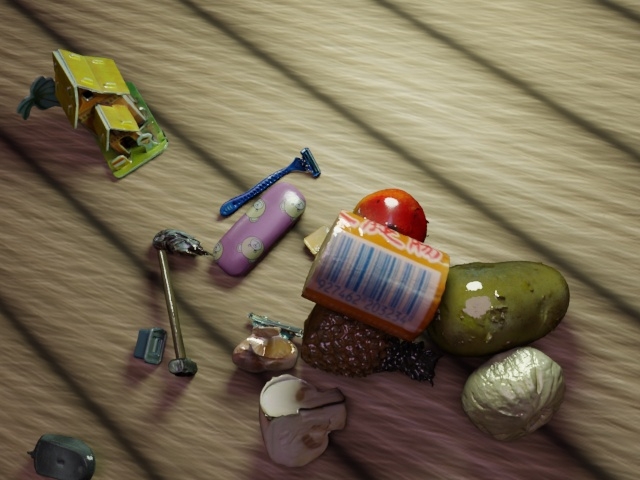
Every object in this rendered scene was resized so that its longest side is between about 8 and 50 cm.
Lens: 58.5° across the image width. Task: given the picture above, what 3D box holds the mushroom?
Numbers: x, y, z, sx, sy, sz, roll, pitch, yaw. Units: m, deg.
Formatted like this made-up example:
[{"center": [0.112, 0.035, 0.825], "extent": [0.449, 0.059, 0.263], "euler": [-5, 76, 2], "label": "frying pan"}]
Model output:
[{"center": [-0.065, 0.455, 1.458], "extent": [0.236, 0.174, 0.162], "euler": [-2, 24, -28], "label": "mushroom"}]

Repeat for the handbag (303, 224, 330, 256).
[{"center": [0.000, 0.000, 1.628], "extent": [0.083, 0.027, 0.061], "euler": [-35, 69, -4], "label": "handbag"}]

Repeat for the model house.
[{"center": [-0.710, -0.371, 1.708], "extent": [0.340, 0.324, 0.300], "euler": [-32, 70, -1], "label": "model house"}]

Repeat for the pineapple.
[{"center": [0.128, 0.273, 1.454], "extent": [0.361, 0.202, 0.202], "euler": [22, 77, 0], "label": "pineapple"}]

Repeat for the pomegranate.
[{"center": [0.168, -0.038, 1.522], "extent": [0.235, 0.210, 0.210], "euler": [12, 74, 31], "label": "pomegranate"}]

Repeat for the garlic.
[{"center": [-0.146, 0.301, 1.520], "extent": [0.174, 0.099, 0.124], "euler": [6, 116, 6], "label": "garlic"}]

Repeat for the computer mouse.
[{"center": [-0.688, 0.590, 1.542], "extent": [0.228, 0.068, 0.113], "euler": [5, 86, 22], "label": "computer mouse"}]

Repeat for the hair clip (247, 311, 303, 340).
[{"center": [-0.122, 0.240, 1.566], "extent": [0.172, 0.049, 0.049], "euler": [16, 76, 19], "label": "hair clip"}]

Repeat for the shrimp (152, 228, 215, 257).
[{"center": [-0.393, 0.014, 1.655], "extent": [0.232, 0.090, 0.079], "euler": [15, 56, 28], "label": "shrimp"}]

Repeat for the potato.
[{"center": [0.430, 0.156, 1.386], "extent": [0.358, 0.270, 0.220], "euler": [-10, 105, 1], "label": "potato"}]

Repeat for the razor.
[{"center": [-0.159, -0.166, 1.699], "extent": [0.324, 0.093, 0.056], "euler": [-29, 30, 4], "label": "razor"}]

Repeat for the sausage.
[{"center": [0.125, 0.081, 1.335], "extent": [0.286, 0.233, 0.233], "euler": [22, 77, -2], "label": "sausage"}]

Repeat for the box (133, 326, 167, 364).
[{"center": [-0.478, 0.293, 1.598], "extent": [0.054, 0.074, 0.100], "euler": [2, 73, 25], "label": "box"}]

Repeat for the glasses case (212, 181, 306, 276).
[{"center": [-0.173, -0.033, 1.641], "extent": [0.123, 0.076, 0.316], "euler": [43, 84, 13], "label": "glasses case"}]

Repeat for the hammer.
[{"center": [-0.410, 0.197, 1.591], "extent": [0.043, 0.111, 0.366], "euler": [-17, 71, 4], "label": "hammer"}]

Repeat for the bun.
[{"center": [0.448, 0.366, 1.321], "extent": [0.243, 0.244, 0.153], "euler": [-21, 33, 3], "label": "bun"}]
